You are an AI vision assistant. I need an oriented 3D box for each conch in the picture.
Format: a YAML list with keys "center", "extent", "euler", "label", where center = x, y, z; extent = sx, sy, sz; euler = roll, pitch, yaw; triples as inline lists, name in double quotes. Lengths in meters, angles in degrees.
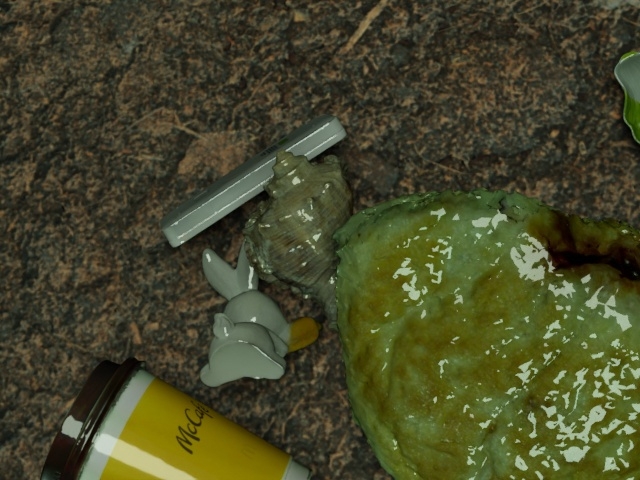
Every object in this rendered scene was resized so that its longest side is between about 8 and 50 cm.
- center: [0.000, 0.000, 1.198]
  extent: [0.178, 0.163, 0.245]
  euler: [-39, 114, -38]
  label: "conch"

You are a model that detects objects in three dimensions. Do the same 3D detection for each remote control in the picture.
- center: [-0.085, -0.076, 1.257]
  extent: [0.250, 0.103, 0.034]
  euler: [-34, 104, -4]
  label: "remote control"

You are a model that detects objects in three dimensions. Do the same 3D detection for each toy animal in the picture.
- center: [-0.076, 0.083, 1.220]
  extent: [0.131, 0.181, 0.127]
  euler: [-14, 119, 11]
  label: "toy animal"

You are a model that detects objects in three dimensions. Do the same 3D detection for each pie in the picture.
- center: [0.204, 0.130, 1.111]
  extent: [0.418, 0.180, 0.395]
  euler: [11, 114, 8]
  label: "pie"

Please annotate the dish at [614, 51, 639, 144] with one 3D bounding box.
- center: [0.411, -0.168, 1.269]
  extent: [0.091, 0.039, 0.137]
  euler: [-26, 76, 4]
  label: "dish"

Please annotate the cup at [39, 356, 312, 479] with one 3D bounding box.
- center: [-0.161, 0.259, 1.151]
  extent: [0.280, 0.196, 0.196]
  euler: [24, 80, 2]
  label: "cup"
